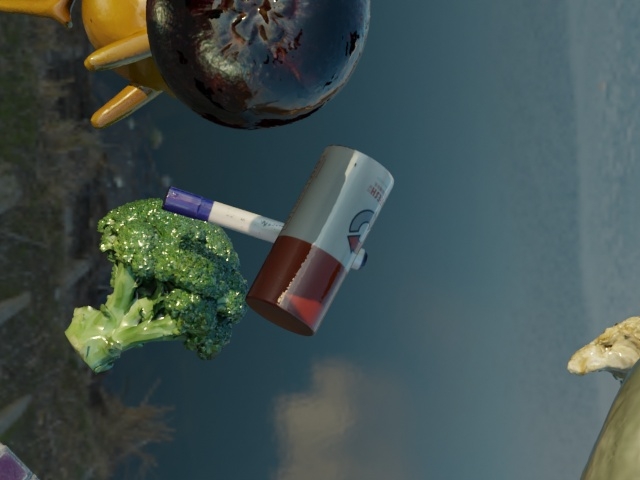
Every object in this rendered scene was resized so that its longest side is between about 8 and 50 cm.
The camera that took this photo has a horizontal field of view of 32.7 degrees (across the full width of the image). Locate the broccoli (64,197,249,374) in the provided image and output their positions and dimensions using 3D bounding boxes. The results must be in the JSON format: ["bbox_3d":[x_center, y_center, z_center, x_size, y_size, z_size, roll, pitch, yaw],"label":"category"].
[{"bbox_3d":[-0.236,0.077,1.544,0.270,0.270,0.270,-43,139,-15],"label":"broccoli"}]

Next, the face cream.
[{"bbox_3d":[0.000,0.000,1.299,0.214,0.096,0.096,-62,150,-17],"label":"face cream"}]

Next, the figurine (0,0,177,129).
[{"bbox_3d":[-0.263,-0.369,1.496,0.387,0.401,0.268,67,15,19],"label":"figurine"}]

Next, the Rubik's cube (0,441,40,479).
[{"bbox_3d":[-0.414,0.336,1.121,0.319,0.319,0.264,-46,142,-59],"label":"Rubik's cube"}]

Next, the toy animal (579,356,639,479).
[{"bbox_3d":[0.172,0.056,0.446,0.138,0.108,0.236,36,67,-59],"label":"toy animal"}]

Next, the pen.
[{"bbox_3d":[-0.070,-0.014,1.388,0.033,0.269,0.033,-162,-90,-83],"label":"pen"}]

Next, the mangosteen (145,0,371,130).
[{"bbox_3d":[-0.064,-0.209,1.047,0.216,0.216,0.216,1,90,-68],"label":"mangosteen"}]

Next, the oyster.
[{"bbox_3d":[0.390,0.148,1.295,0.163,0.191,0.081,72,12,-47],"label":"oyster"}]
